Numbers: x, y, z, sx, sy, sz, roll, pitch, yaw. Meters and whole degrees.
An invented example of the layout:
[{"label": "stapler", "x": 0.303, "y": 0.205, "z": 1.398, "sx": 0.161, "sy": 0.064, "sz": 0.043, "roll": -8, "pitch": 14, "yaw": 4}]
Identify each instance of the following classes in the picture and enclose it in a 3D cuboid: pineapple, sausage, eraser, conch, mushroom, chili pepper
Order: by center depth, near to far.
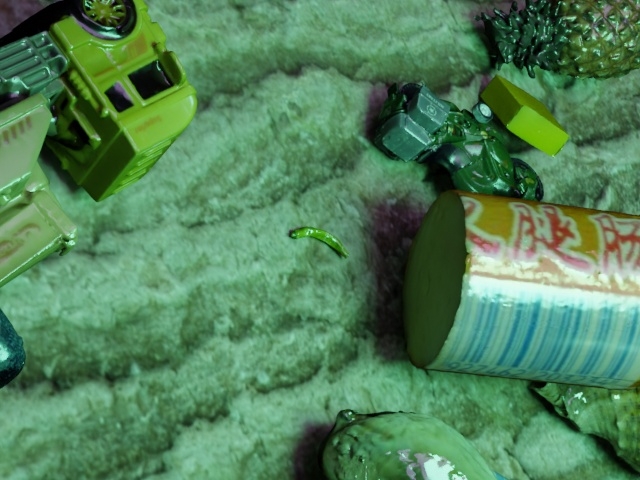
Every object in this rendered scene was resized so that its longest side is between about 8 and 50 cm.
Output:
[{"label": "mushroom", "x": 0.116, "y": 0.354, "z": 1.479, "sx": 0.248, "sy": 0.130, "sz": 0.344, "roll": -3, "pitch": 79, "yaw": -26}, {"label": "sausage", "x": 0.268, "y": 0.064, "z": 1.630, "sx": 0.287, "sy": 0.233, "sz": 0.233, "roll": 7, "pitch": 65, "yaw": -12}, {"label": "chili pepper", "x": 0.000, "y": 0.000, "z": 1.652, "sx": 0.083, "sy": 0.017, "sz": 0.030, "roll": 17, "pitch": 62, "yaw": -25}, {"label": "conch", "x": 0.442, "y": 0.207, "z": 1.777, "sx": 0.291, "sy": 0.159, "sz": 0.210, "roll": 24, "pitch": 60, "yaw": -22}, {"label": "eraser", "x": 0.293, "y": -0.179, "z": 1.871, "sx": 0.097, "sy": 0.045, "sz": 0.122, "roll": 30, "pitch": 18, "yaw": -24}, {"label": "pineapple", "x": 0.360, "y": -0.308, "z": 1.958, "sx": 0.279, "sy": 0.158, "sz": 0.157, "roll": -10, "pitch": 76, "yaw": -24}]

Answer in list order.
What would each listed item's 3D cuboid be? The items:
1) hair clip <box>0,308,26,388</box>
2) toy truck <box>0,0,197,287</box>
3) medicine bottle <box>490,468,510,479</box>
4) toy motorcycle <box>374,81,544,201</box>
[{"label": "hair clip", "x": -0.413, "y": 0.157, "z": 1.164, "sx": 0.310, "sy": 0.194, "sz": 0.206, "roll": -12, "pitch": 90, "yaw": -12}, {"label": "toy truck", "x": -0.317, "y": -0.102, "z": 1.375, "sx": 0.405, "sy": 0.181, "sz": 0.254, "roll": -35, "pitch": 90, "yaw": -38}, {"label": "medicine bottle", "x": 0.164, "y": 0.305, "z": 1.610, "sx": 0.208, "sy": 0.054, "sz": 0.090, "roll": 31, "pitch": 58, "yaw": -16}, {"label": "toy motorcycle", "x": 0.191, "y": -0.099, "z": 1.766, "sx": 0.275, "sy": 0.125, "sz": 0.187, "roll": 35, "pitch": 45, "yaw": -15}]
